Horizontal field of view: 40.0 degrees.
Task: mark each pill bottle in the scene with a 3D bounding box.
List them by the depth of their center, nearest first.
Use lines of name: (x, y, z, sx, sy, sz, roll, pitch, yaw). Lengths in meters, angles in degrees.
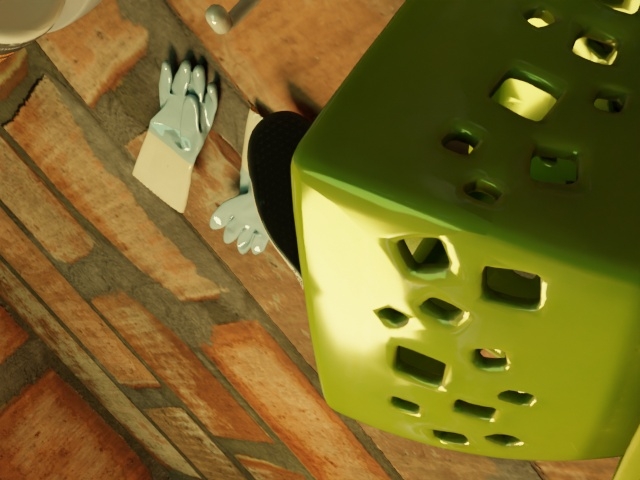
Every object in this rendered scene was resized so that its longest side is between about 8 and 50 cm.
pill bottle: (-0.364, -0.243, 0.908, 0.245, 0.130, 0.130, -2, 129, 55)

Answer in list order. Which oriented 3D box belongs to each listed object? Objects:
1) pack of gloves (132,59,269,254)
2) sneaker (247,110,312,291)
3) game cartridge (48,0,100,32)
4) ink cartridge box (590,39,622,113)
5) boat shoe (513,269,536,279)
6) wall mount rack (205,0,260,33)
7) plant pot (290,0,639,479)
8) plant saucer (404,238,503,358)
pack of gloves: (-0.110, -0.095, 0.997, 0.195, 0.046, 0.232, 39, 142, 7)
sneaker: (-0.001, 0.001, 0.903, 0.270, 0.090, 0.145, 63, 177, -5)
game cartridge: (-0.312, -0.320, 0.925, 0.294, 0.060, 0.196, -2, 125, 54)
ink cartridge box: (0.193, -0.183, 0.430, 0.303, 0.072, 0.307, 45, 155, -5)
boat shoe: (0.210, 0.006, 0.652, 0.320, 0.103, 0.118, 22, 164, 45)
wall mount rack: (-0.120, -0.286, 0.577, 0.350, 0.130, 0.304, 41, 171, 5)
plant pot: (0.134, -0.007, 0.460, 0.207, 0.228, 0.227, 24, 148, 21)
plant saucer: (0.117, 0.042, 0.773, 0.241, 0.037, 0.241, 41, 176, 3)
